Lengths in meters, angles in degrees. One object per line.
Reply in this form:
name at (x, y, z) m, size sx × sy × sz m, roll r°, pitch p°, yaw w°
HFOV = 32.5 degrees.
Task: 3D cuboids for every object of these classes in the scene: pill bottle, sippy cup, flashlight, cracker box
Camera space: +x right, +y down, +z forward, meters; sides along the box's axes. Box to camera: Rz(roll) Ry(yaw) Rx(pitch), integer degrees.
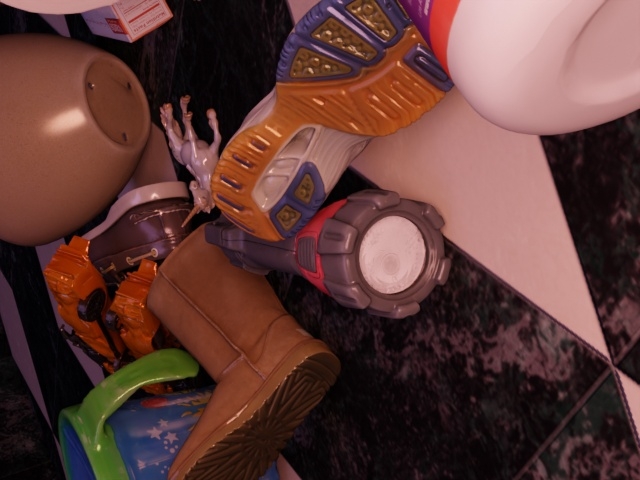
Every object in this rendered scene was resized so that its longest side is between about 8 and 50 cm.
pill bottle at (0.083, -0.223, 0.563) m, size 0.323 × 0.181 × 0.181 m, roll 62°, pitch 152°, yaw 27°
sippy cup at (-0.177, 0.283, 1.339) m, size 0.240 × 0.224 × 0.305 m, roll 66°, pitch 155°, yaw 17°
flashlight at (0.000, 0.000, 0.975) m, size 0.103 × 0.103 × 0.304 m, roll 45°, pitch 167°, yaw -19°
cracker box at (-0.278, -0.353, 1.290) m, size 0.155 × 0.067 × 0.232 m, roll 26°, pitch 148°, yaw 58°

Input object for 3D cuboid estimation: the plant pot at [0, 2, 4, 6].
plant pot at (-0.522, -0.410, 1.436) m, size 0.323 × 0.280 × 0.323 m, roll 57°, pitch -170°, yaw -16°

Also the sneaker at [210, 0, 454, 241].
sneaker at (0.020, -0.127, 0.835) m, size 0.112 × 0.131 × 0.296 m, roll 41°, pitch 131°, yaw -10°

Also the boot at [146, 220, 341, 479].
boot at (-0.122, 0.132, 1.190) m, size 0.269 × 0.236 × 0.089 m, roll 42°, pitch 175°, yaw 46°

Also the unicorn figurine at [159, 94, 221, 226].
unicorn figurine at (-0.146, -0.101, 1.268) m, size 0.162 × 0.060 × 0.111 m, roll -119°, pitch 23°, yaw -63°

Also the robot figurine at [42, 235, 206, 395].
robot figurine at (-0.249, 0.116, 1.446) m, size 0.211 × 0.085 × 0.291 m, roll 18°, pitch 152°, yaw 17°

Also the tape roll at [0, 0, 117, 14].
tape roll at (-0.267, -0.375, 1.084) m, size 0.100 × 0.286 × 0.286 m, roll 45°, pitch 142°, yaw 48°

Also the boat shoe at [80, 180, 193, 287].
boat shoe at (-0.247, 0.018, 1.472) m, size 0.324 × 0.116 × 0.097 m, roll -34°, pitch 70°, yaw 58°

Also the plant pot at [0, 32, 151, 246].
plant pot at (-0.335, -0.153, 1.427) m, size 0.191 × 0.284 × 0.284 m, roll -17°, pitch 88°, yaw 29°
